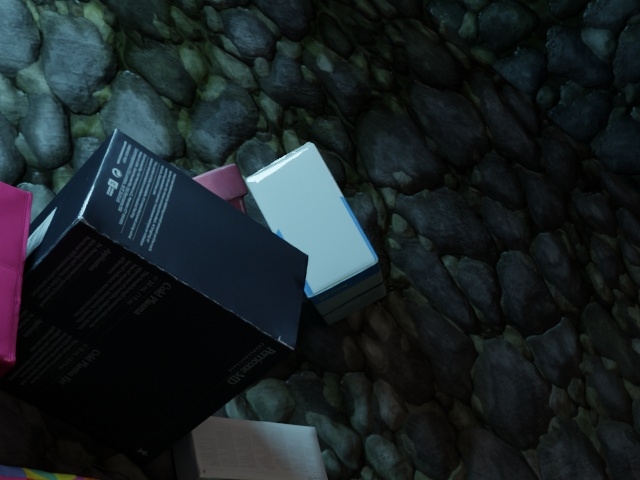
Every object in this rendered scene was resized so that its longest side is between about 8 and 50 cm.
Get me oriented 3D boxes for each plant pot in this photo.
[{"bbox_3d":[-0.188,-0.001,1.719,0.201,0.201,0.180,-27,95,-54],"label":"plant pot"}]

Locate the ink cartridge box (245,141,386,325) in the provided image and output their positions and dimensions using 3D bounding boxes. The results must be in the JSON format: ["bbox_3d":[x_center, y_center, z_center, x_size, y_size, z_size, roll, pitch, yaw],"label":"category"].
[{"bbox_3d":[0.000,0.000,1.829,0.223,0.129,0.307,60,-1,14],"label":"ink cartridge box"}]

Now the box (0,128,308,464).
[{"bbox_3d":[-0.245,0.087,1.429,0.312,0.343,0.179,35,37,-21],"label":"box"}]

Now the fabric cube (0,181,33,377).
[{"bbox_3d":[-0.510,0.058,1.245,0.258,0.254,0.259,25,41,-33],"label":"fabric cube"}]

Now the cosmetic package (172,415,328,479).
[{"bbox_3d":[-0.103,0.320,1.613,0.239,0.060,0.099,15,46,-39],"label":"cosmetic package"}]

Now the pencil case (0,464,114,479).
[{"bbox_3d":[-0.340,0.326,1.321,0.236,0.104,0.104,18,46,-35],"label":"pencil case"}]
